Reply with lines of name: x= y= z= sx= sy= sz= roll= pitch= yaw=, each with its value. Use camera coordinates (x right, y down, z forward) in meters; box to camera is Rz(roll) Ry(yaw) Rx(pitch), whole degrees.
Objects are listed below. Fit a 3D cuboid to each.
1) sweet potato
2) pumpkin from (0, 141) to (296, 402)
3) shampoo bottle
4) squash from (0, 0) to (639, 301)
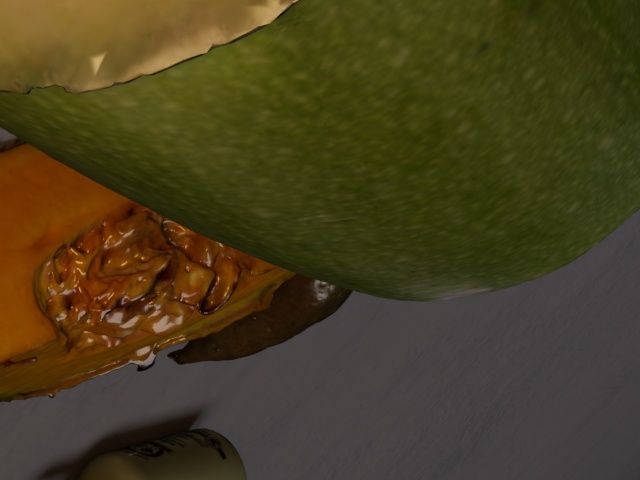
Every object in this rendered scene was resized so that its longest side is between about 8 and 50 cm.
sweet potato: x=0.003 y=-0.001 z=1.239 sx=0.269 sy=0.075 sz=0.075 roll=-50 pitch=157 yaw=20
pumpkin: x=-0.150 y=0.025 z=1.027 sx=0.278 sy=0.111 sz=0.163 roll=-19 pitch=166 yaw=-41
shampoo bottle: x=-0.130 y=0.188 z=1.407 sx=0.162 sy=0.079 sz=0.079 roll=-8 pitch=144 yaw=-52
squash: x=-0.010 y=-0.126 z=0.689 sx=0.263 sy=0.263 sz=0.384 roll=-41 pitch=159 yaw=8
